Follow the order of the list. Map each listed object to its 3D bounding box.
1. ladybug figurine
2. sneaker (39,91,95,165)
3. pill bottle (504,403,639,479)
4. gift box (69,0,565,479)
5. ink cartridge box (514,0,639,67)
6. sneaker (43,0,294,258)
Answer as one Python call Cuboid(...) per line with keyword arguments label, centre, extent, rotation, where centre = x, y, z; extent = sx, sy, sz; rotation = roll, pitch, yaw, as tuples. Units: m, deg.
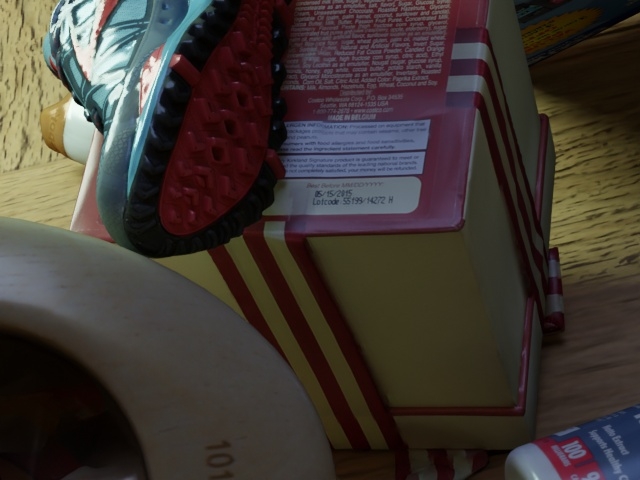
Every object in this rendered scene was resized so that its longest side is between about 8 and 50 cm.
Cuboid(label="ladybug figurine", centre=(-0.218, 0.144, 0.823), extent=(0.449, 0.305, 0.162), rotation=(-5, -7, -6))
Cuboid(label="sneaker", centre=(-0.124, -0.164, 1.430), extent=(0.123, 0.106, 0.290), rotation=(14, 43, 31))
Cuboid(label="pill bottle", centre=(0.196, 0.129, 0.888), extent=(0.180, 0.108, 0.108), rotation=(-19, 34, -8))
Cuboid(label="gift box", centre=(0.000, 0.000, 1.026), extent=(0.255, 0.258, 0.276), rotation=(2, 56, 19))
Cuboid(label="ink cartridge box", centre=(0.169, -0.236, 1.219), extent=(0.270, 0.151, 0.395), rotation=(-25, -7, 27))
Cuboid(label="sneaker", centre=(-0.086, -0.086, 0.907), extent=(0.125, 0.104, 0.261), rotation=(-15, 44, 25))
